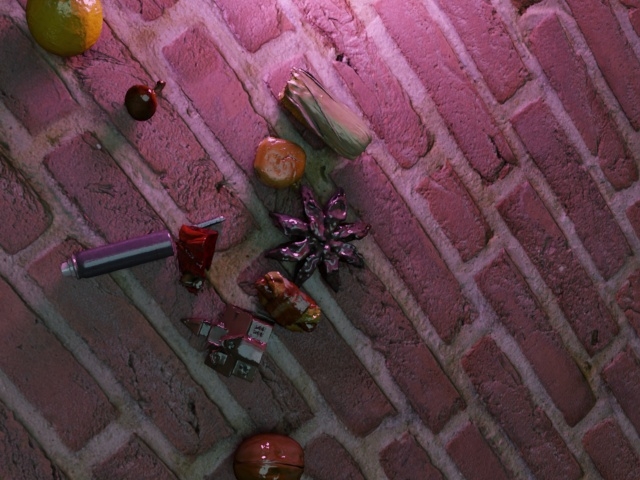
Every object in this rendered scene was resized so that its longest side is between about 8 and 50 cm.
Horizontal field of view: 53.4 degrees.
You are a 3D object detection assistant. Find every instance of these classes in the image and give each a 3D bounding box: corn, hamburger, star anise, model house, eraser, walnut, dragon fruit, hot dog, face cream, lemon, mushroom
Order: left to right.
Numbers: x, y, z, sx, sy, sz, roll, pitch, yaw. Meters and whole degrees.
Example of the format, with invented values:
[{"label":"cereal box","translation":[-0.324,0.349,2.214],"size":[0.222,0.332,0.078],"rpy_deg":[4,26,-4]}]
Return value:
[{"label":"lemon","translation":[-0.614,-0.541,1.533],"size":[0.180,0.181,0.193],"rpy_deg":[19,112,-18]},{"label":"face cream","translation":[-0.527,0.040,1.659],"size":[0.283,0.073,0.073],"rpy_deg":[-16,98,-17]},{"label":"mushroom","translation":[-0.455,-0.377,1.657],"size":[0.088,0.073,0.130],"rpy_deg":[33,80,13]},{"label":"dragon fruit","translation":[-0.344,0.053,1.726],"size":[0.092,0.122,0.193],"rpy_deg":[12,110,7]},{"label":"eraser","translation":[-0.307,-0.046,1.749],"size":[0.099,0.027,0.019],"rpy_deg":[-20,92,-16]},{"label":"model house","translation":[-0.268,0.263,1.728],"size":[0.247,0.176,0.181],"rpy_deg":[20,88,-2]},{"label":"walnut","translation":[-0.142,0.624,1.780],"size":[0.207,0.167,0.168],"rpy_deg":[12,90,-20]},{"label":"hamburger","translation":[-0.114,-0.213,1.773],"size":[0.147,0.083,0.138],"rpy_deg":[15,89,-14]},{"label":"hot dog","translation":[-0.096,0.179,1.766],"size":[0.213,0.146,0.103],"rpy_deg":[37,53,-6]},{"label":"star anise","translation":[-0.002,0.001,1.804],"size":[0.331,0.117,0.332],"rpy_deg":[0,91,-13]},{"label":"corn","translation":[0.012,-0.353,1.780],"size":[0.305,0.122,0.123],"rpy_deg":[38,95,-15]}]
